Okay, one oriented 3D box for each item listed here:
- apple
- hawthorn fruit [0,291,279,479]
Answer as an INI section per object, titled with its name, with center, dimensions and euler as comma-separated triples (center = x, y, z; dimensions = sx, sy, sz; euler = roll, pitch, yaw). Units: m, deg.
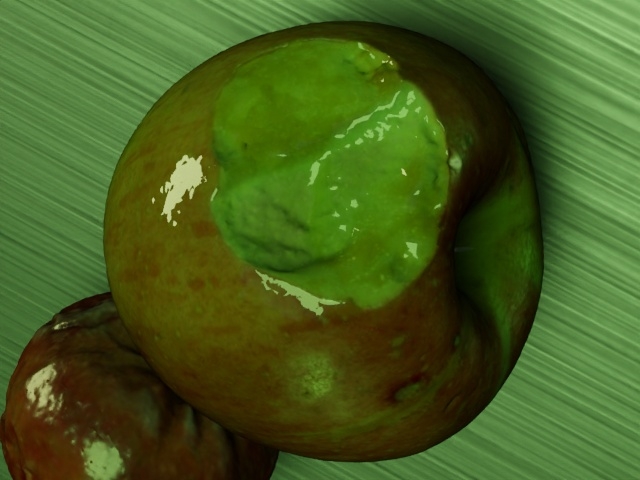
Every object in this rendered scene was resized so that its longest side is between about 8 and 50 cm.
[apple]
center = 0.000, 0.000, 1.190
dimensions = 0.340, 0.339, 0.339
euler = 5, 109, 15
[hawthorn fruit]
center = -0.175, 0.177, 1.366
dimensions = 0.242, 0.242, 0.272
euler = 44, 130, -1
